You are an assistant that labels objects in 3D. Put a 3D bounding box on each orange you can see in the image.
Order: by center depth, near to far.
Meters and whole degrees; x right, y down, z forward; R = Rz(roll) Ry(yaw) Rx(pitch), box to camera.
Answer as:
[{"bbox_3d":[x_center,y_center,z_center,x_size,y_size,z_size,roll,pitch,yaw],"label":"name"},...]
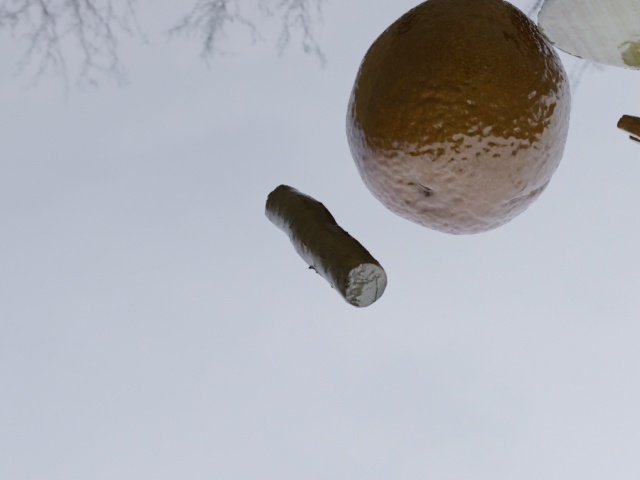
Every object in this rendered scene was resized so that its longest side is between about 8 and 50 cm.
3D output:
[{"bbox_3d":[0.196,-0.188,1.422,0.322,0.322,0.357,-5,-136,25],"label":"orange"}]

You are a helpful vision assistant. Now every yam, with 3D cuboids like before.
[{"bbox_3d":[0.000,0.000,0.987,0.057,0.057,0.241,-24,-151,-12],"label":"yam"}]

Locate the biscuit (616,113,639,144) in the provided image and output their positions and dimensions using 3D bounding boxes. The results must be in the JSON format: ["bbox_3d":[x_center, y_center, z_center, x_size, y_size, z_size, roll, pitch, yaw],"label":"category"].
[{"bbox_3d":[0.409,-0.102,1.103,0.165,0.036,0.250,28,-170,19],"label":"biscuit"}]

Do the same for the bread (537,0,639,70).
[{"bbox_3d":[0.338,-0.217,0.938,0.267,0.040,0.267,6,169,1],"label":"bread"}]
